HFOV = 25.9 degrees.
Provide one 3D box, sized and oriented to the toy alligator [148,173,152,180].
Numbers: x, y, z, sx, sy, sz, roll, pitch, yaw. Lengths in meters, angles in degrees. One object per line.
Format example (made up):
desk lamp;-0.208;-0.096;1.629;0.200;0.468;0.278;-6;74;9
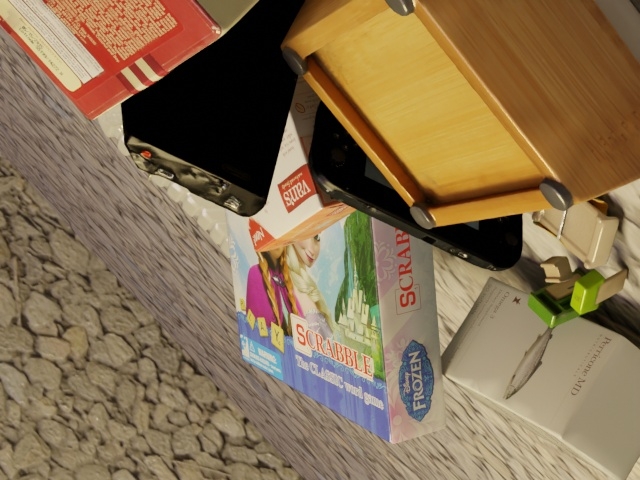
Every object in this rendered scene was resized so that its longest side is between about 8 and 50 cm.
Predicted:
toy alligator;-0.211;-0.115;1.940;0.051;0.056;0.189;8;166;-8

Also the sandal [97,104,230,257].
sandal;-0.082;-0.058;1.649;0.416;0.102;0.169;45;150;-19

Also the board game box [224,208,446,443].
board game box;0.000;0.000;1.357;0.319;0.066;0.318;18;117;60

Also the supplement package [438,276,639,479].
supplement package;0.209;0.121;1.243;0.105;0.105;0.179;37;173;-36

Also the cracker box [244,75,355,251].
cracker box;-0.039;-0.121;1.224;0.156;0.067;0.232;-33;75;62

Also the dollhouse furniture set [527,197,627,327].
dollhouse furniture set;0.216;0.004;1.141;0.076;0.059;0.151;46;147;35

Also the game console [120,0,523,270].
game console;0.014;-0.092;1.110;0.361;0.213;0.044;25;146;-20

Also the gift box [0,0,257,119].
gift box;-0.119;-0.265;0.929;0.255;0.258;0.276;51;152;-18

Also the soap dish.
soap dish;0.101;-0.118;0.972;0.229;0.118;0.291;51;163;-10
